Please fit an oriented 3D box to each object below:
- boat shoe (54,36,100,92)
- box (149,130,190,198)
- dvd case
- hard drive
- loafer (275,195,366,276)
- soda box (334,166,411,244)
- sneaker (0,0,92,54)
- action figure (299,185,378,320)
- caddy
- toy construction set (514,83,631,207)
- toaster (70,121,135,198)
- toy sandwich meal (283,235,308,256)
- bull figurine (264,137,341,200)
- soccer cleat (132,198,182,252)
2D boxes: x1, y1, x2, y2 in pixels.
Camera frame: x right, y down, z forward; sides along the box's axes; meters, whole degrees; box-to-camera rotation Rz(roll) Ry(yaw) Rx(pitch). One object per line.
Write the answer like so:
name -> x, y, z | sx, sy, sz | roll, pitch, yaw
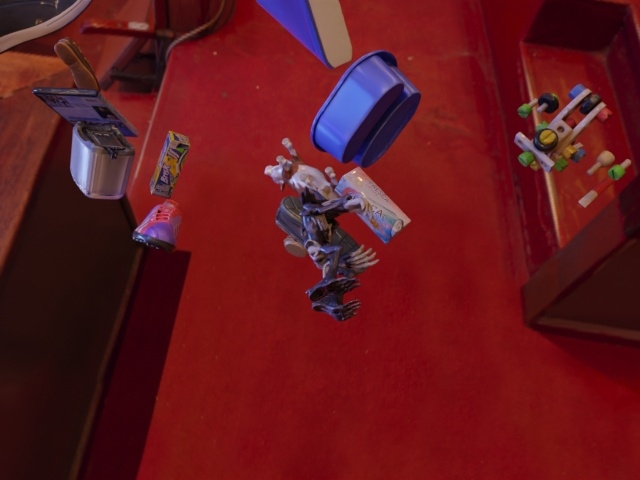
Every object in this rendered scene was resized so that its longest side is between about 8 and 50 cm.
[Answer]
boat shoe -> -0.802, -0.580, 1.892 | 0.073, 0.207, 0.073 | -14, 35, 13
box -> -0.400, -0.199, 1.492 | 0.054, 0.169, 0.059 | 14, 29, -30
dvd case -> -0.641, -0.352, 1.562 | 0.180, 0.253, 0.022 | 5, 77, 8
hard drive -> -0.061, -0.371, 0.723 | 0.040, 0.210, 0.318 | -27, 41, -4
loafer -> 0.000, 0.000, 1.389 | 0.267, 0.084, 0.096 | 41, 43, 8
soda box -> 0.119, -0.083, 1.305 | 0.183, 0.058, 0.063 | 47, 53, 11
sneaker -> -0.430, -0.350, 0.750 | 0.226, 0.163, 0.086 | -35, 51, -17
action figure -> 0.033, 0.003, 1.004 | 0.141, 0.164, 0.275 | -11, 47, 7
caddy -> 0.119, -0.371, 1.607 | 0.179, 0.341, 0.241 | 47, 23, 24
toy construction set -> 0.629, -0.219, 1.477 | 0.237, 0.257, 0.309 | -39, 95, -10
toaster -> -0.566, -0.203, 1.461 | 0.129, 0.146, 0.227 | -3, 32, -41
toy sandwich meal -> -0.070, 0.016, 1.645 | 0.086, 0.085, 0.029 | 21, 61, 6
bull figurine -> -0.051, -0.184, 1.650 | 0.310, 0.188, 0.101 | 32, 75, 29
soccer cleat -> -0.405, -0.044, 1.438 | 0.109, 0.318, 0.116 | 24, 90, -15
